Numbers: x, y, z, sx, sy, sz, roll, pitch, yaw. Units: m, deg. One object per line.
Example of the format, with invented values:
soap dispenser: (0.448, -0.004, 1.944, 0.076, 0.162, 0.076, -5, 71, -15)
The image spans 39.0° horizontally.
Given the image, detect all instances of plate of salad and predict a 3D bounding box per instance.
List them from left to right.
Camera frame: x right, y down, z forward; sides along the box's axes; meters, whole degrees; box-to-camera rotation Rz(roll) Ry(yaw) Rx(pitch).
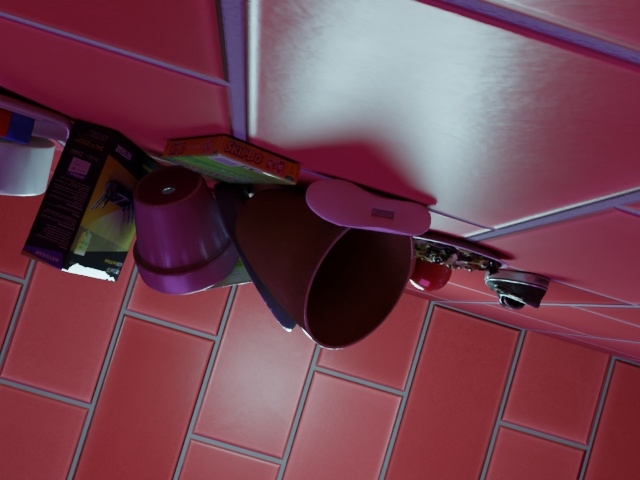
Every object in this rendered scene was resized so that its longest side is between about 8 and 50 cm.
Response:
plate of salad: (0.239, 0.029, 1.627, 0.200, 0.048, 0.200, 17, 175, 2)

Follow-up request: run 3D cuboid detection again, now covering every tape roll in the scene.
tape roll: (-0.664, -0.170, 1.741, 0.286, 0.100, 0.286, 16, -171, -3)

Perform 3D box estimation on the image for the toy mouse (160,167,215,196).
toy mouse: (-0.284, -0.119, 1.814, 0.161, 0.031, 0.143, 16, 176, 3)

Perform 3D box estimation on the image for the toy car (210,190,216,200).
toy car: (-0.208, -0.033, 2.003, 0.155, 0.148, 0.188, 5, -177, 22)

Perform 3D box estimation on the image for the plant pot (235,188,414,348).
plant pot: (-0.017, 0.016, 1.488, 0.254, 0.237, 0.237, 31, -174, 40)

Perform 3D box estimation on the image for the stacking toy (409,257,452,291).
stacking toy: (0.098, 0.033, 1.725, 0.330, 0.141, 0.141, 14, 176, -14)

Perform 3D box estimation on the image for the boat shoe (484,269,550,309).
boat shoe: (0.383, 0.101, 1.818, 0.078, 0.070, 0.219, 18, 175, -10)

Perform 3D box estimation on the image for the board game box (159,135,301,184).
board game box: (-0.141, -0.116, 1.338, 0.124, 0.039, 0.259, 20, 172, -28)

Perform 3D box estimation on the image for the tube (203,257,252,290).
tube: (-0.176, 0.027, 1.770, 0.062, 0.070, 0.240, 35, -158, -19)

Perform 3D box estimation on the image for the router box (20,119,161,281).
router box: (-0.398, -0.059, 1.614, 0.081, 0.242, 0.309, 21, 176, 6)

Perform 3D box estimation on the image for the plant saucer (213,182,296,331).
plant saucer: (-0.111, 0.024, 1.733, 0.044, 0.317, 0.317, -27, 169, 5)

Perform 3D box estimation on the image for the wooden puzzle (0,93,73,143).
wooden puzzle: (-0.627, -0.227, 1.455, 0.322, 0.080, 0.348, 14, 174, 36)

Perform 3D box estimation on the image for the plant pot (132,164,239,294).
plant pot: (-0.261, -0.031, 1.674, 0.201, 0.201, 0.180, 14, 134, 28)

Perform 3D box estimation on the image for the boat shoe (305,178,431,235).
boat shoe: (0.068, -0.046, 1.310, 0.184, 0.066, 0.063, 7, 175, -5)
